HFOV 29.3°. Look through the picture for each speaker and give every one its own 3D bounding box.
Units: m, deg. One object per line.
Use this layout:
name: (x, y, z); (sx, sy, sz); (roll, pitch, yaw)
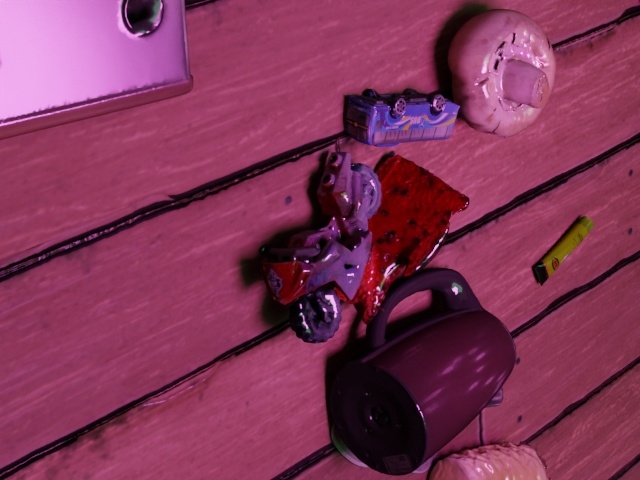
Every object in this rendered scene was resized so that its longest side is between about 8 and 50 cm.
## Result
speaker: (-0.237, -0.175, 0.936); (0.231, 0.192, 0.153); (-21, 117, -41)

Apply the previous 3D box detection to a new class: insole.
insole: (0.083, 0.255, 1.546); (0.232, 0.003, 0.080); (29, 82, -47)

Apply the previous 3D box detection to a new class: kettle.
kettle: (0.126, 0.147, 1.479); (0.232, 0.144, 0.202); (-28, 91, -44)

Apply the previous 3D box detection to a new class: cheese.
cheese: (0.226, 0.340, 1.656); (0.167, 0.094, 0.123); (-2, 106, -45)

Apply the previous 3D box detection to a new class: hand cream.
hand cream: (0.341, 0.012, 1.718); (0.122, 0.023, 0.036); (-44, 131, -22)

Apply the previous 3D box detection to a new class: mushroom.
mushroom: (0.217, -0.197, 1.450); (0.154, 0.122, 0.154); (-19, 121, -35)

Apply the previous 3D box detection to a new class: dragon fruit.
dragon fruit: (0.098, 0.013, 1.404); (0.192, 0.122, 0.092); (-63, 151, -14)

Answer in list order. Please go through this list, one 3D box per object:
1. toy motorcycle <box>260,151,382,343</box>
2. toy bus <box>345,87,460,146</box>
toy motorcycle: (-0.001, 0.000, 1.326); (0.122, 0.082, 0.213); (39, 63, -45)
toy bus: (0.093, -0.141, 1.392); (0.153, 0.051, 0.061); (-10, 116, -44)
